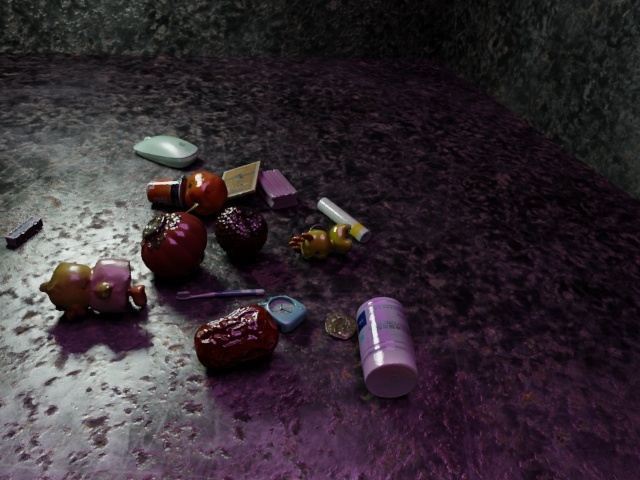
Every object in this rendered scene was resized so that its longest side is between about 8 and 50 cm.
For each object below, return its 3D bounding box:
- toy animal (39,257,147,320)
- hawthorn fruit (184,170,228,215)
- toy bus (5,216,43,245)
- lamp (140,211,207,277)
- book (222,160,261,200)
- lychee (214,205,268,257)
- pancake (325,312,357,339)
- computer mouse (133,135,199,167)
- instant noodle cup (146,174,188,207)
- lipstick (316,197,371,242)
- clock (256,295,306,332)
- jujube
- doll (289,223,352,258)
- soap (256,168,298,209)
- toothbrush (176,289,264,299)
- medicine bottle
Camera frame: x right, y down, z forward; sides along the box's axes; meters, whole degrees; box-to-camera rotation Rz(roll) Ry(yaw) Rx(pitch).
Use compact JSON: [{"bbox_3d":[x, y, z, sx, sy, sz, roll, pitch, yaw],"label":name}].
[{"bbox_3d":[-0.654,0.136,1.552,0.282,0.168,0.195,-7,-3,-14],"label":"toy animal"},{"bbox_3d":[-0.449,-0.142,1.983,0.165,0.165,0.285,14,38,6],"label":"hawthorn fruit"},{"bbox_3d":[-0.992,-0.032,1.806,0.052,0.036,0.130,12,37,11],"label":"toy bus"},{"bbox_3d":[-0.464,0.016,1.730,0.227,0.226,0.226,6,36,-5],"label":"lamp"},{"bbox_3d":[-0.333,-0.240,2.193,0.170,0.018,0.241,-16,34,11],"label":"book"},{"bbox_3d":[-0.272,-0.025,1.845,0.188,0.188,0.188,6,36,-5],"label":"lychee"},{"bbox_3d":[0.062,0.264,1.662,0.108,0.017,0.108,3,37,-3],"label":"pancake"},{"bbox_3d":[-0.665,-0.403,2.332,0.289,0.096,0.159,22,40,15],"label":"computer mouse"},{"bbox_3d":[-0.579,-0.185,2.048,0.136,0.127,0.127,2,36,3],"label":"instant noodle cup"},{"bbox_3d":[0.089,-0.081,2.100,0.059,0.059,0.264,-21,46,-35],"label":"lipstick"},{"bbox_3d":[-0.124,0.214,1.665,0.147,0.045,0.108,29,40,26],"label":"clock"},{"bbox_3d":[-0.231,0.269,1.488,0.230,0.155,0.155,-15,42,-16],"label":"jujube"},{"bbox_3d":[0.000,0.000,1.915,0.221,0.143,0.135,-2,72,-17],"label":"doll"},{"bbox_3d":[-0.186,-0.212,2.206,0.122,0.065,0.203,-13,42,-25],"label":"soap"},{"bbox_3d":[-0.313,0.166,1.702,0.276,0.025,0.019,-2,37,-15],"label":"toothbrush"},{"bbox_3d":[0.186,0.300,1.530,0.152,0.152,0.253,5,36,-6],"label":"medicine bottle"}]
